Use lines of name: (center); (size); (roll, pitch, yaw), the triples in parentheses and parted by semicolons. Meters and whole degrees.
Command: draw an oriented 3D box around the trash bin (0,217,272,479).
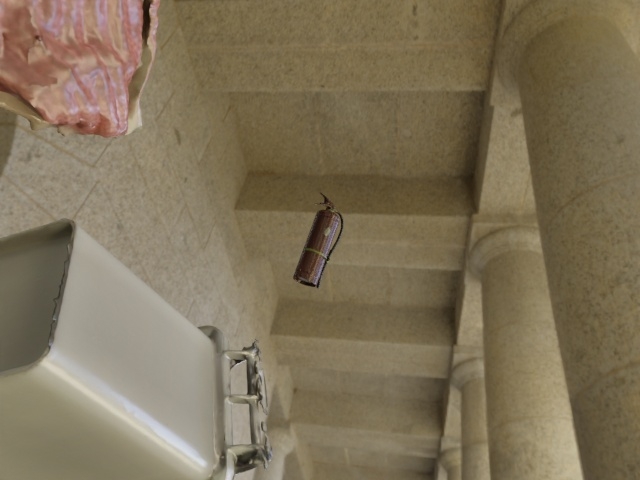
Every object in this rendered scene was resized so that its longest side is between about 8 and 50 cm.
trash bin: (-0.249, 0.161, 0.625); (0.296, 0.255, 0.367); (-14, -41, 6)

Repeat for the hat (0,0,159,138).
hat: (-0.186, -0.215, 0.308); (0.107, 0.286, 0.237); (22, 8, 41)

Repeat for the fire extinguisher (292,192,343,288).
fire extinguisher: (0.000, 0.000, 0.774); (0.056, 0.132, 0.039); (26, -18, -19)
